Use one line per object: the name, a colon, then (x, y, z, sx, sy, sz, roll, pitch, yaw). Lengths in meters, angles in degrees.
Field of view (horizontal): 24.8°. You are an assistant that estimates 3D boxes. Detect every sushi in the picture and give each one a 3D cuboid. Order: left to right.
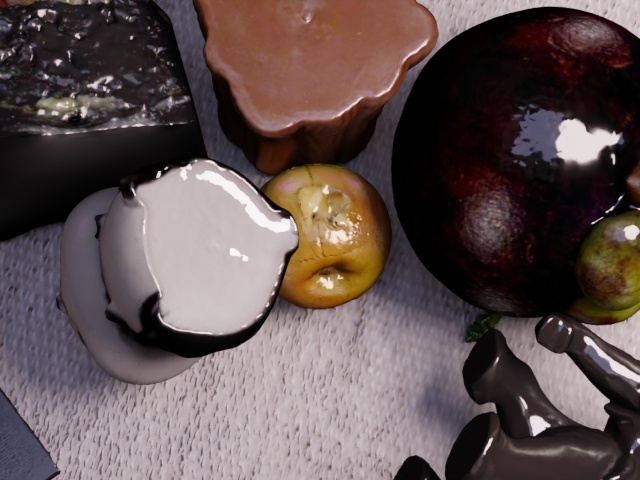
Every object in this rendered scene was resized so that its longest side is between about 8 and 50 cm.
sushi: (-0.242, -0.145, 1.381, 0.227, 0.215, 0.212, -15, 71, -3)

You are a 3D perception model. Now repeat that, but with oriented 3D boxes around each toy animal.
toy animal: (-0.149, 0.034, 1.332, 0.165, 0.235, 0.187, -4, 77, -38)

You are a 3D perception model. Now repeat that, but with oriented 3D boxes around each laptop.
laptop: (-0.364, 0.228, 1.384, 0.197, 0.016, 0.135, -36, 78, -12)

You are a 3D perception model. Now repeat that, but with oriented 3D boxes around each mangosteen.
mangosteen: (0.214, -0.072, 1.322, 0.297, 0.313, 0.296, 1, 88, -30)

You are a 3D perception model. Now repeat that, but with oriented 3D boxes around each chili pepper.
chili pepper: (0.169, 0.069, 1.441, 0.027, 0.022, 0.083, 36, 73, -27)

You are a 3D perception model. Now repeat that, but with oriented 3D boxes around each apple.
apple: (0.000, 0.000, 1.392, 0.147, 0.146, 0.146, 0, 75, -2)

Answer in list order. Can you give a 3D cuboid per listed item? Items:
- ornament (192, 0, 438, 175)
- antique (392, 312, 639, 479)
ornament: (-0.017, -0.167, 1.394, 0.235, 0.217, 0.221, 12, 75, 1)
antique: (0.210, 0.244, 1.301, 0.255, 0.185, 0.322, 28, 92, -10)
